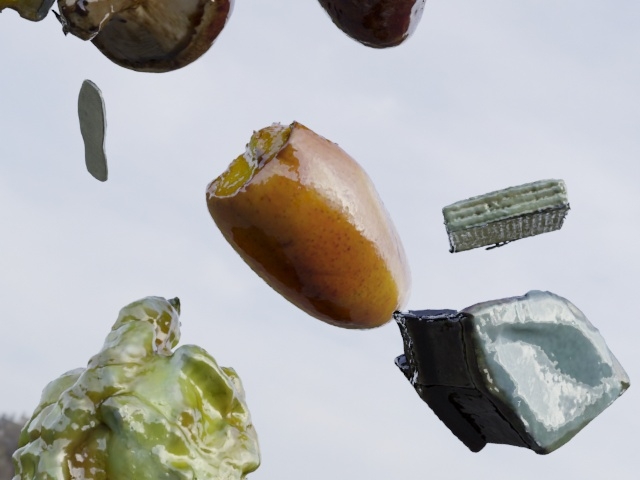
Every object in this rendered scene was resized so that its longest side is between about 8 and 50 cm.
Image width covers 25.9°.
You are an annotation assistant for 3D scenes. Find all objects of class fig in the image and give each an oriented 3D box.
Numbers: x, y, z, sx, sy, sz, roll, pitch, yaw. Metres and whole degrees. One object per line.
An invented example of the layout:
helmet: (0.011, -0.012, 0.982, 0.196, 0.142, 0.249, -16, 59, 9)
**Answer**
fig: (0.027, -0.354, 1.767, 0.274, 0.145, 0.170, 29, -48, 27)

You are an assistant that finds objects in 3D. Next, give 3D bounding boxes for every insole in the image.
insole: (-0.312, -0.150, 1.910, 0.063, 0.010, 0.192, 42, -32, 25)

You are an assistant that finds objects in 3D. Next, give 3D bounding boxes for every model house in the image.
model house: (0.119, 0.091, 1.047, 0.152, 0.106, 0.165, -5, -50, 50)

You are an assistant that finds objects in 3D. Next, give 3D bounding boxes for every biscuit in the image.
biscuit: (0.182, -0.022, 1.382, 0.121, 0.040, 0.199, -15, -8, 4)

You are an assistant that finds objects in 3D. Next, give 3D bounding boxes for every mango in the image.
mango: (0.000, 0.000, 1.657, 0.201, 0.199, 0.350, -9, -40, 30)

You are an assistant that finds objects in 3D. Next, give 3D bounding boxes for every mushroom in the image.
mushroom: (-0.242, -0.356, 1.960, 0.267, 0.254, 0.267, -7, -43, -7)

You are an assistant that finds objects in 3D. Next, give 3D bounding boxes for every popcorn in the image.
popcorn: (-0.199, 0.243, 1.584, 0.279, 0.335, 0.274, 41, -41, 8)

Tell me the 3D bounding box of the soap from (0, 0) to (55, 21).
soap: (-0.427, -0.461, 1.856, 0.259, 0.281, 0.143, 19, 21, -39)
